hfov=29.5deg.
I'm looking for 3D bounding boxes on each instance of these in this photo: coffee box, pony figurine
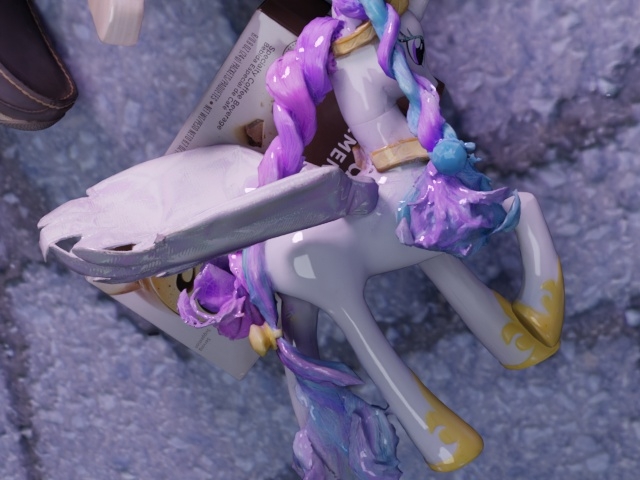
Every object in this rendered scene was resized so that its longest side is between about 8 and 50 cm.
[{"bbox_3d":[-0.048,-0.050,1.043,0.168,0.119,0.297,35,116,-5],"label":"coffee box"},{"bbox_3d":[0.000,0.000,0.870,0.351,0.303,0.363,-29,107,-14],"label":"pony figurine"}]

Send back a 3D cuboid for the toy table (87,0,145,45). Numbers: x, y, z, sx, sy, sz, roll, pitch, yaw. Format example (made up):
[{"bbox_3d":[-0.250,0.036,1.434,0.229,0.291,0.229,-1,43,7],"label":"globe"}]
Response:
[{"bbox_3d":[-0.157,-0.275,0.896,0.274,0.252,0.160,11,125,-17],"label":"toy table"}]

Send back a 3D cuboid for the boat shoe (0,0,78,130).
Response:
[{"bbox_3d":[-0.314,-0.251,1.004,0.130,0.132,0.355,-31,105,23],"label":"boat shoe"}]
